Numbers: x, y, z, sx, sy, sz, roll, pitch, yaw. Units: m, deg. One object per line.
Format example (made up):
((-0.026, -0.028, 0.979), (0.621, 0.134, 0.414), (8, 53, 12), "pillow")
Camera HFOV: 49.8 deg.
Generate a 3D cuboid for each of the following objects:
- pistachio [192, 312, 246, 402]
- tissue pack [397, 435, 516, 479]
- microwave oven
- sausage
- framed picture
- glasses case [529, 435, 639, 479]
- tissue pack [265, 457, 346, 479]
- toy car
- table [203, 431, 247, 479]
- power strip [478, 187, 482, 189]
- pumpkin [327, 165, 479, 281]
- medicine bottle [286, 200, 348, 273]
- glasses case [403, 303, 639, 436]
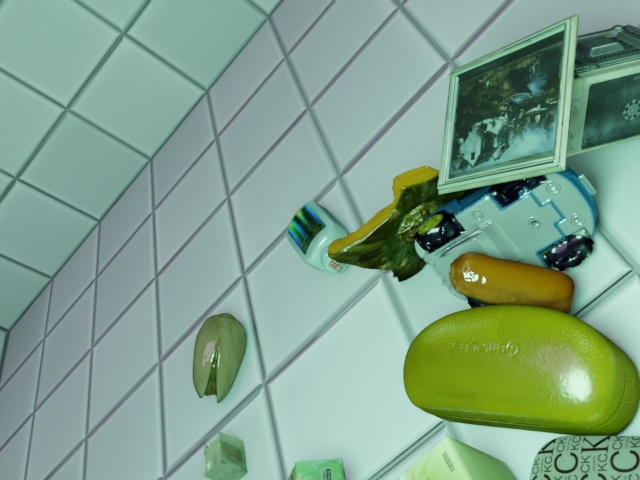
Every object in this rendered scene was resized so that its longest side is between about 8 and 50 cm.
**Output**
((-0.255, 0.290, 1.726), (0.136, 0.136, 0.225), (-13, 61, 48), "pistachio")
((0.229, 0.407, 0.940), (0.125, 0.159, 0.234), (-48, 34, 16), "tissue pack")
((0.434, -0.249, 1.116), (0.241, 0.145, 0.194), (-15, 38, -10), "microwave oven")
((0.301, 0.070, 1.093), (0.076, 0.198, 0.076), (13, -90, -83), "sausage")
((0.278, -0.200, 1.084), (0.296, 0.019, 0.232), (-9, 73, 64), "framed picture")
((0.417, 0.310, 0.838), (0.355, 0.085, 0.137), (-15, 51, 47), "glasses case")
((-0.027, 0.509, 1.167), (0.159, 0.145, 0.229), (105, 163, -44), "tissue pack")
((0.316, -0.024, 1.177), (0.314, 0.198, 0.166), (-36, 14, 28), "toy car")
((-0.214, 0.487, 1.539), (0.062, 0.079, 0.083), (-42, 34, 20), "table")
((0.325, -0.135, 1.298), (0.049, 0.028, 0.178), (-28, 11, 38), "power strip")
((0.181, -0.046, 1.312), (0.290, 0.258, 0.095), (-52, 55, 13), "pumpkin")
((0.000, 0.000, 1.650), (0.121, 0.083, 0.229), (-54, 32, 9), "medicine bottle")
((0.286, 0.192, 1.060), (0.371, 0.141, 0.173), (-10, 55, 49), "glasses case")
